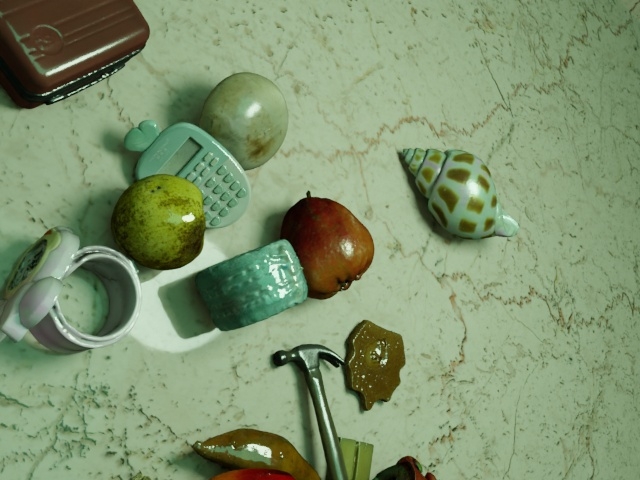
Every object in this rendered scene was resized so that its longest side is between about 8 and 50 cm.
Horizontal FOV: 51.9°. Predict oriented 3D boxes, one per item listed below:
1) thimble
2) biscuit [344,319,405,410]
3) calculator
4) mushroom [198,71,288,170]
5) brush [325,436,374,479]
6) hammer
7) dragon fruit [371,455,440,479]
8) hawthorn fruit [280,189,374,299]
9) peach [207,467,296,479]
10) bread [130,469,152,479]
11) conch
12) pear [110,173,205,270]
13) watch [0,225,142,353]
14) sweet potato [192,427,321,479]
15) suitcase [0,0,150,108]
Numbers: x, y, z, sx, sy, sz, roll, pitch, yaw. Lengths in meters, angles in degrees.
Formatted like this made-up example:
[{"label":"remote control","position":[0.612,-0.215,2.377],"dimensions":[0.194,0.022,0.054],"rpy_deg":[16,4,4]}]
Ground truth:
[{"label":"thimble","position":[-0.139,0.093,1.379],"dimensions":[0.143,0.235,0.198],"rpy_deg":[67,23,-2]},{"label":"biscuit","position":[0.131,0.318,1.642],"dimensions":[0.182,0.034,0.215],"rpy_deg":[26,66,-28]},{"label":"calculator","position":[-0.278,-0.143,1.392],"dimensions":[0.295,0.042,0.184],"rpy_deg":[41,101,-22]},{"label":"mushroom","position":[-0.179,-0.265,1.479],"dimensions":[0.226,0.178,0.226],"rpy_deg":[-30,130,-42]},{"label":"brush","position":[0.058,0.579,1.515],"dimensions":[0.103,0.047,0.233],"rpy_deg":[22,68,-31]},{"label":"hammer","position":[0.017,0.446,1.468],"dimensions":[0.168,0.044,0.440],"rpy_deg":[-3,70,-32]},{"label":"dragon fruit","position":[0.168,0.615,1.469],"dimensions":[0.130,0.295,0.268],"rpy_deg":[20,73,-1]},{"label":"hawthorn fruit","position":[0.000,0.000,1.527],"dimensions":[0.224,0.224,0.261],"rpy_deg":[-13,71,-38]},{"label":"peach","position":[-0.129,0.523,1.255],"dimensions":[0.267,0.154,0.159],"rpy_deg":[30,17,-37]},{"label":"bread","position":[-0.324,0.534,1.218],"dimensions":[0.134,0.085,0.173],"rpy_deg":[-41,102,-44]},{"label":"conch","position":[0.394,-0.137,1.856],"dimensions":[0.368,0.197,0.249],"rpy_deg":[61,16,-2]},{"label":"pear","position":[-0.321,-0.036,1.300],"dimensions":[0.197,0.197,0.197],"rpy_deg":[10,73,-34]},{"label":"watch","position":[-0.444,0.116,1.183],"dimensions":[0.217,0.211,0.248],"rpy_deg":[41,49,-32]},{"label":"sweet potato","position":[-0.112,0.461,1.380],"dimensions":[0.359,0.112,0.112],"rpy_deg":[27,64,-33]},{"label":"suitcase","position":[-0.507,-0.412,1.276],"dimensions":[0.297,0.161,0.236],"rpy_deg":[-41,103,-37]}]
